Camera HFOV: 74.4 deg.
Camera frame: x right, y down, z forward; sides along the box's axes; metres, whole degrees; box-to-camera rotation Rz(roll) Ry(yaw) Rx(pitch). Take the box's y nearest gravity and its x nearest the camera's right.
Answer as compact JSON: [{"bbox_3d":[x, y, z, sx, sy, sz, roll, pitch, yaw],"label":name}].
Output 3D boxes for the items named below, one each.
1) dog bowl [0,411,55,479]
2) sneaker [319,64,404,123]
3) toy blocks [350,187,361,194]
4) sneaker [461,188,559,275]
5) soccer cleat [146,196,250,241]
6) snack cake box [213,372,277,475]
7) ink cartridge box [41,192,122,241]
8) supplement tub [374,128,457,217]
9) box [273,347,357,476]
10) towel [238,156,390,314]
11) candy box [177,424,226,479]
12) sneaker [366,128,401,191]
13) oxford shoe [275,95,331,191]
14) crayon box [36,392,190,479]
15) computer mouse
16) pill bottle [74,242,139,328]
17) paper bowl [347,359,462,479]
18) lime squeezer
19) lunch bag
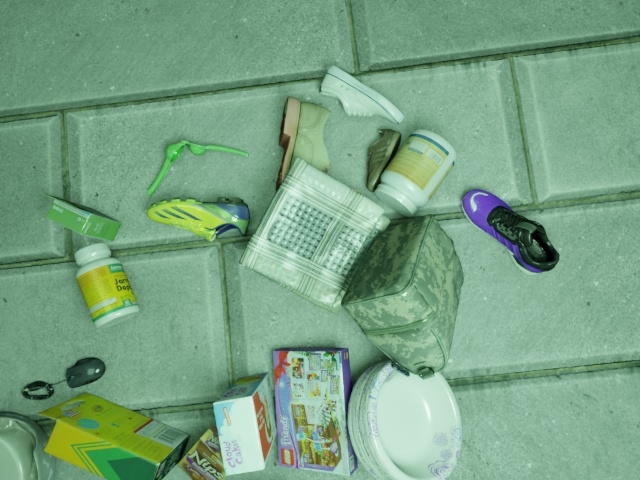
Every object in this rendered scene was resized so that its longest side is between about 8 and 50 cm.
[{"bbox_3d":[-0.871,0.619,1.103,0.347,0.102,0.350,0,83,2],"label":"dog bowl"},{"bbox_3d":[0.113,-0.388,1.189,0.258,0.094,0.091,35,104,10],"label":"sneaker"},{"bbox_3d":[0.045,-0.074,1.146,0.123,0.054,0.148,13,84,-27],"label":"toy blocks"},{"bbox_3d":[0.503,-0.035,1.093,0.293,0.146,0.102,45,87,6],"label":"sneaker"},{"bbox_3d":[-0.338,-0.056,1.161,0.288,0.093,0.121,-1,90,3],"label":"soccer cleat"},{"bbox_3d":[-0.170,0.425,1.011,0.089,0.264,0.152,-10,83,-1],"label":"snack cake box"},{"bbox_3d":[-0.635,-0.057,1.113,0.108,0.209,0.062,25,85,5],"label":"ink cartridge box"},{"bbox_3d":[0.251,-0.177,1.121,0.144,0.144,0.200,36,86,6],"label":"supplement tub"},{"bbox_3d":[-0.017,0.425,1.074,0.200,0.057,0.294,-7,83,26],"label":"box"},{"bbox_3d":[0.000,0.000,1.085,0.324,0.056,0.313,30,90,-21],"label":"towel"},{"bbox_3d":[-0.279,0.551,1.058,0.109,0.053,0.187,42,125,7],"label":"candy box"},{"bbox_3d":[0.161,-0.225,1.181,0.071,0.066,0.189,23,80,21],"label":"sneaker"},{"bbox_3d":[-0.043,-0.185,1.142,0.146,0.140,0.398,5,90,-13],"label":"oxford shoe"},{"bbox_3d":[-0.516,0.494,1.053,0.318,0.202,0.081,20,85,6],"label":"crayon box"},{"bbox_3d":[-0.706,0.383,1.152,0.241,0.041,0.071,-21,84,1],"label":"computer mouse"},{"bbox_3d":[-0.582,0.119,1.138,0.117,0.117,0.209,-25,83,-1],"label":"pill bottle"},{"bbox_3d":[0.191,0.435,1.018,0.283,0.148,0.285,15,59,-26],"label":"paper bowl"},{"bbox_3d":[-0.368,-0.237,1.199,0.310,0.059,0.110,-21,83,-1],"label":"lime squeezer"},{"bbox_3d":[0.224,0.133,1.001,0.256,0.212,0.305,49,43,-17],"label":"lunch bag"}]
